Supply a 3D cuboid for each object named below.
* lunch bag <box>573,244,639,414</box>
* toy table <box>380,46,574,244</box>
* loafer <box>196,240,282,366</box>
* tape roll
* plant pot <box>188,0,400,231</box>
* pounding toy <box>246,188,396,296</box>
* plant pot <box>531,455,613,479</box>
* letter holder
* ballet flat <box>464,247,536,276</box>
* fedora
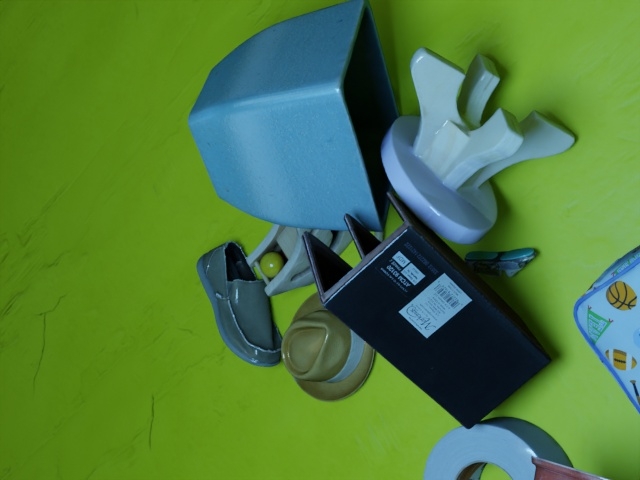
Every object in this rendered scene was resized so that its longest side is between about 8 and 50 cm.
[{"bbox_3d":[0.457,0.097,1.193,0.243,0.115,0.303,53,138,7],"label":"lunch bag"},{"bbox_3d":[0.199,-0.135,1.392,0.161,0.252,0.274,-55,31,28],"label":"toy table"},{"bbox_3d":[-0.133,0.104,1.763,0.087,0.094,0.251,-51,59,34],"label":"loafer"},{"bbox_3d":[0.251,0.360,1.443,0.219,0.072,0.219,0,90,40],"label":"tape roll"},{"bbox_3d":[-0.040,-0.167,1.477,0.252,0.248,0.247,-6,129,19],"label":"plant pot"},{"bbox_3d":[0.000,0.000,1.607,0.269,0.154,0.155,-50,60,30],"label":"pounding toy"},{"bbox_3d":[0.339,0.418,1.186,0.272,0.272,0.265,11,78,41],"label":"plant pot"},{"bbox_3d":[0.137,0.072,1.405,0.152,0.302,0.214,-43,26,11],"label":"letter holder"},{"bbox_3d":[0.259,0.033,1.463,0.114,0.041,0.041,-4,88,41],"label":"ballet flat"},{"bbox_3d":[-0.003,0.170,1.660,0.194,0.079,0.194,0,89,41],"label":"fedora"}]
